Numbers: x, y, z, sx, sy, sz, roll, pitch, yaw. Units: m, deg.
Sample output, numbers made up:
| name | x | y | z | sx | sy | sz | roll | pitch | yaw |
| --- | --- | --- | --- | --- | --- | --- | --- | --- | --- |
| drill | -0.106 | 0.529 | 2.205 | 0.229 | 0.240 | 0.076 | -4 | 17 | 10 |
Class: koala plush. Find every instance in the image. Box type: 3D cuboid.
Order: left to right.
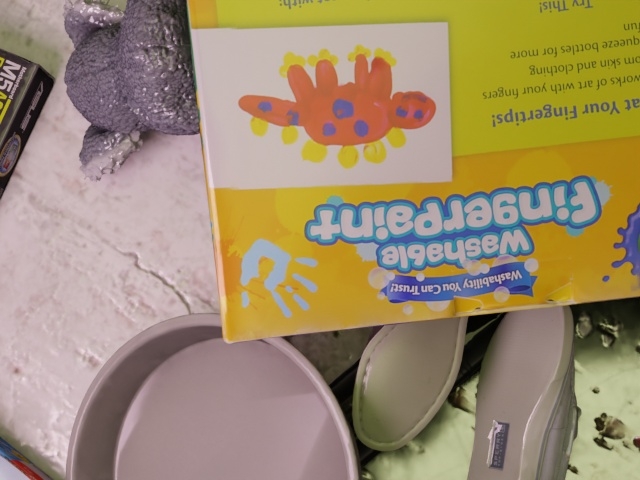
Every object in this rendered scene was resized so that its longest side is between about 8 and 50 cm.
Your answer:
| name | x | y | z | sx | sy | sz | roll | pitch | yaw |
| --- | --- | --- | --- | --- | --- | --- | --- | --- | --- |
| koala plush | -0.147 | -0.156 | 1.534 | 0.221 | 0.203 | 0.196 | -9 | 89 | 40 |

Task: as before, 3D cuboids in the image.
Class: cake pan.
| name | x | y | z | sx | sy | sz | roll | pitch | yaw |
| --- | --- | --- | --- | --- | --- | --- | --- | --- | --- |
| cake pan | -0.086 | 0.209 | 1.471 | 0.293 | 0.054 | 0.293 | -1 | 87 | 29 |

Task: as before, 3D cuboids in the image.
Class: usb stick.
| name | x | y | z | sx | sy | sz | roll | pitch | yaw |
| --- | --- | --- | --- | --- | --- | --- | --- | --- | --- |
| usb stick | 0.065 | 0.129 | 1.520 | 0.278 | 0.045 | 0.077 | -40 | 82 | -2 |

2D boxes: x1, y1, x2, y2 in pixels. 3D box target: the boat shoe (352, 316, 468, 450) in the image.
| name | x | y | z | sx | sy | sz | roll | pitch | yaw |
| --- | --- | --- | --- | --- | --- | --- | --- | --- | --- |
| boat shoe | 0.086 | 0.071 | 1.470 | 0.081 | 0.068 | 0.228 | 22 | 86 | -5 |

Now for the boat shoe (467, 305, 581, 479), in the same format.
| name | x | y | z | sx | sy | sz | roll | pitch | yaw |
| --- | --- | --- | --- | --- | --- | --- | --- | --- | --- |
| boat shoe | 0.184 | 0.158 | 1.487 | 0.079 | 0.081 | 0.227 | 9 | 85 | 42 |

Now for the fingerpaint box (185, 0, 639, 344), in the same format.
| name | x | y | z | sx | sy | sz | roll | pitch | yaw |
| --- | --- | --- | --- | --- | --- | --- | --- | --- | --- |
| fingerpaint box | 0.123 | -0.128 | 1.356 | 0.444 | 0.163 | 0.371 | -7 | 92 | -2 |

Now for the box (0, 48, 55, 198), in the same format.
| name | x | y | z | sx | sy | sz | roll | pitch | yaw |
| --- | --- | --- | --- | --- | --- | --- | --- | --- | --- |
| box | -0.405 | -0.077 | 1.606 | 0.216 | 0.060 | 0.270 | 22 | 84 | 9 |

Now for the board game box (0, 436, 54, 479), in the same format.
| name | x | y | z | sx | sy | sz | roll | pitch | yaw |
| --- | --- | --- | --- | --- | --- | --- | --- | --- | --- |
| board game box | -0.443 | 0.252 | 1.537 | 0.302 | 0.086 | 0.308 | 37 | 86 | 11 |
